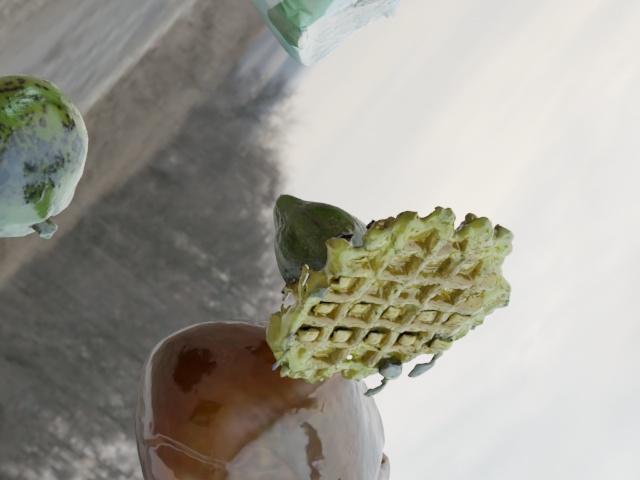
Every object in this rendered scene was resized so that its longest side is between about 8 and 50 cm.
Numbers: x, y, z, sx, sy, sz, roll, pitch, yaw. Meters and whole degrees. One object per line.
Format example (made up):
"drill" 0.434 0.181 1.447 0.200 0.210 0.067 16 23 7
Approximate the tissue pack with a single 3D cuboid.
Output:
"tissue pack" -0.049 -0.420 1.658 0.194 0.356 0.266 -33 179 -2

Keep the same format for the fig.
"fig" 0.000 0.000 1.580 0.123 0.156 0.123 -20 148 -13

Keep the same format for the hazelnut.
"hazelnut" -0.085 0.263 1.660 0.315 0.372 0.372 -43 179 -31

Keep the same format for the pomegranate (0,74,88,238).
"pomegranate" -0.419 -0.129 1.630 0.222 0.276 0.204 -34 150 -13

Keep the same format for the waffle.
"waffle" 0.072 0.060 1.349 0.280 0.262 0.060 -21 -128 5
